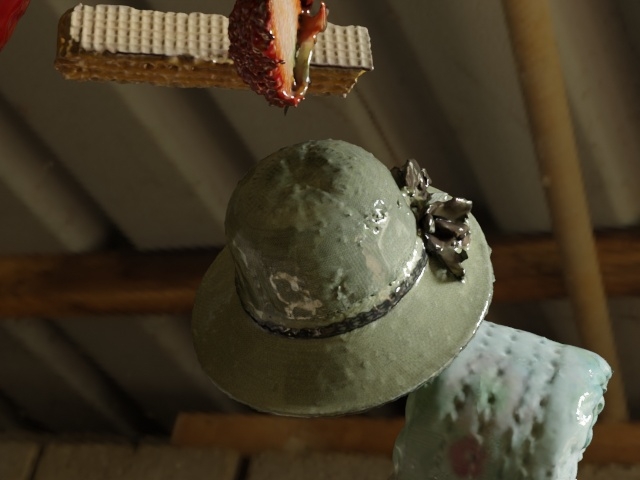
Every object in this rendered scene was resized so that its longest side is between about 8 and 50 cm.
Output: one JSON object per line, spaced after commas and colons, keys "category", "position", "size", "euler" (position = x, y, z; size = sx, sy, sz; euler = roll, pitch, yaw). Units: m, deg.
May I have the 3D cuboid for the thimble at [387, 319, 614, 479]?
{"category": "thimble", "position": [0.151, 0.166, 1.199], "size": [0.149, 0.185, 0.211], "euler": [15, 0, 14]}

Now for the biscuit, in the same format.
{"category": "biscuit", "position": [-0.129, -0.230, 1.735], "size": [0.378, 0.094, 0.054], "euler": [2, -41, -8]}

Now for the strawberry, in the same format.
{"category": "strawberry", "position": [-0.057, -0.235, 1.478], "size": [0.087, 0.167, 0.208], "euler": [5, -23, 14]}

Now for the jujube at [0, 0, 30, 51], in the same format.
{"category": "jujube", "position": [-0.320, -0.125, 0.702], "size": [0.377, 0.276, 0.276], "euler": [-35, -51, 16]}

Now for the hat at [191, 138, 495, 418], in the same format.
{"category": "hat", "position": [0.000, 0.000, 1.106], "size": [0.257, 0.257, 0.130], "euler": [0, -43, 22]}
